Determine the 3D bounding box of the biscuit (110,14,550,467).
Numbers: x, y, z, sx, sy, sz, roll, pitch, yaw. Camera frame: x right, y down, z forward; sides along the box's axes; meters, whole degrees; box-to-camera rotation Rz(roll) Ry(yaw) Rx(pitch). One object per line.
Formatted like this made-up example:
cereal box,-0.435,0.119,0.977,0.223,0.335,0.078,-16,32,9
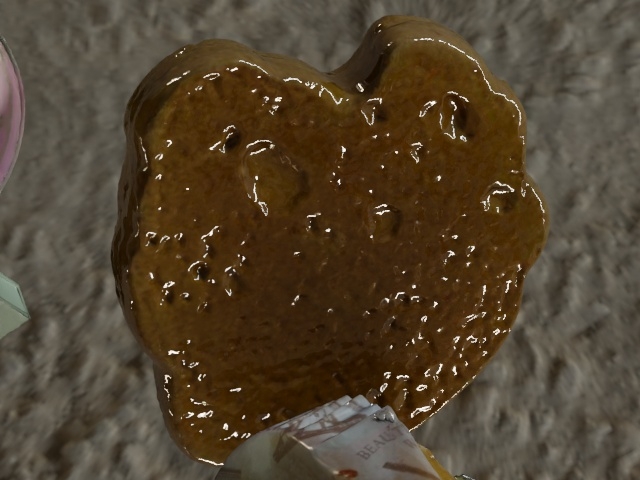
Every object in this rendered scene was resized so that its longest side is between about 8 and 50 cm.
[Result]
biscuit,0.000,0.000,1.178,0.359,0.074,0.381,-38,123,-3

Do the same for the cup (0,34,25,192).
cup,-0.346,-0.110,1.046,0.274,0.253,0.253,32,99,41

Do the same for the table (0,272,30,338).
table,-0.366,0.011,1.298,0.122,0.240,0.111,-33,54,9

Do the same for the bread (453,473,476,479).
bread,0.109,0.267,1.159,0.140,0.169,0.160,31,95,-7

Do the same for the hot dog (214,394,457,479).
hot dog,0.041,0.185,0.725,0.144,0.075,0.268,-49,51,23
